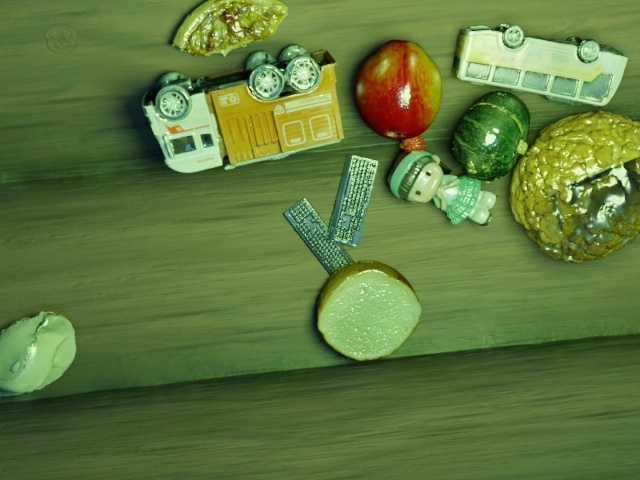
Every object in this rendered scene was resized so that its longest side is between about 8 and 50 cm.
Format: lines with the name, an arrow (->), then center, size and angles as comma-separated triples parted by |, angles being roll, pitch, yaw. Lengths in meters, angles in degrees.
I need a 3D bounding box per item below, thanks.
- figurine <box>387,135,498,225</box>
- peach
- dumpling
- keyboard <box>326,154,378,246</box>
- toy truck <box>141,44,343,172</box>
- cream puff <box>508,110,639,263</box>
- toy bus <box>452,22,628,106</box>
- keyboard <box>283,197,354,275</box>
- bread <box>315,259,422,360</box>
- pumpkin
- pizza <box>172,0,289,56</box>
figurine -> 0.260, -0.122, 1.693 | 0.245, 0.110, 0.138 | 24, 92, -12
peach -> 0.156, -0.293, 1.597 | 0.197, 0.197, 0.197 | -1, 104, -3
dumpling -> -0.638, 0.269, 1.746 | 0.247, 0.142, 0.172 | -42, 138, 1
keyboard -> 0.070, -0.086, 1.732 | 0.074, 0.015, 0.197 | 13, 100, -9
toy truck -> -0.151, -0.257, 1.600 | 0.387, 0.173, 0.207 | -13, 114, -2
cream puff -> 0.574, -0.104, 1.648 | 0.342, 0.231, 0.327 | 17, 100, -7
toy bus -> 0.452, -0.367, 1.640 | 0.342, 0.097, 0.138 | 10, 106, -5
keyboard -> 0.000, 0.000, 1.756 | 0.063, 0.010, 0.198 | -36, 104, 5
bread -> 0.105, 0.156, 1.768 | 0.236, 0.070, 0.236 | -1, 108, -4
pumpkin -> 0.353, -0.213, 1.630 | 0.190, 0.190, 0.146 | -48, 67, 9
pizza -> -0.184, -0.441, 1.608 | 0.246, 0.058, 0.127 | -6, 105, 1
